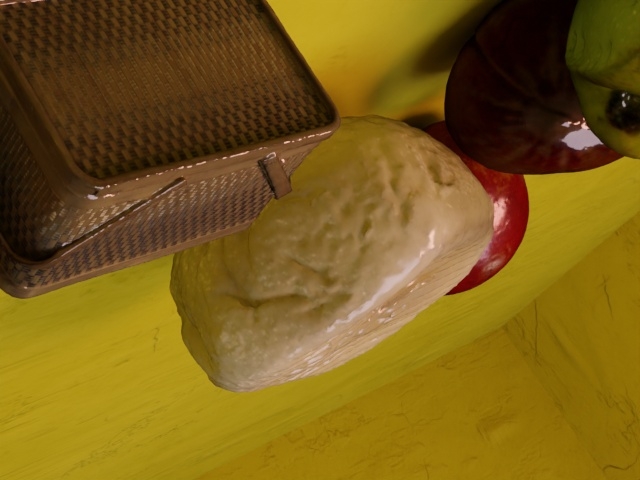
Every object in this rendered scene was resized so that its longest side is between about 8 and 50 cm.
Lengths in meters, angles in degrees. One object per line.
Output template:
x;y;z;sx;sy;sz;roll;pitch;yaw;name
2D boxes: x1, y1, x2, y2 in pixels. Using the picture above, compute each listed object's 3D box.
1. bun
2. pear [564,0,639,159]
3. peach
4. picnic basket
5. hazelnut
0.000;0.000;1.384;0.349;0.227;0.352;-28;167;-23;bun
0.378;-0.203;1.226;0.318;0.238;0.342;-49;-166;15;pear
0.156;-0.044;1.628;0.243;0.199;0.243;-47;-167;14;peach
-0.137;-0.083;0.940;0.266;0.165;0.139;-19;160;-43;picnic basket
0.244;-0.160;1.424;0.229;0.229;0.229;-31;166;-9;hazelnut
